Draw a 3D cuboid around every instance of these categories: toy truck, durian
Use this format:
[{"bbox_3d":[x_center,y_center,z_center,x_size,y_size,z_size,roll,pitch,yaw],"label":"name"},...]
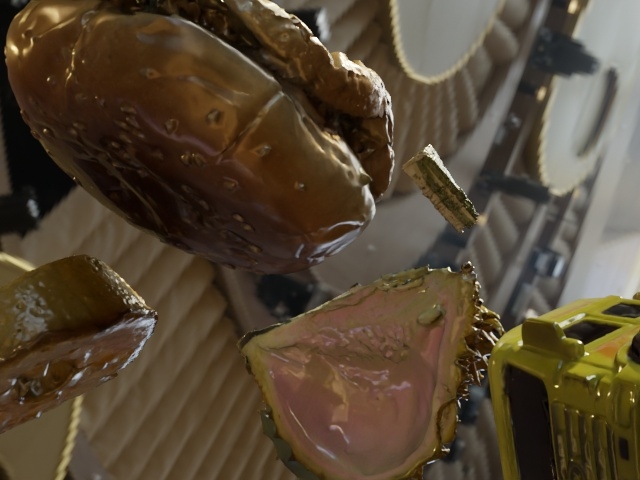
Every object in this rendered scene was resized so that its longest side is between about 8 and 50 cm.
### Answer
[{"bbox_3d":[0.300,0.088,0.882,0.405,0.254,0.181,-20,-76,-32],"label":"toy truck"},{"bbox_3d":[0.054,0.167,1.291,0.185,0.305,0.196,38,-138,-53],"label":"durian"}]

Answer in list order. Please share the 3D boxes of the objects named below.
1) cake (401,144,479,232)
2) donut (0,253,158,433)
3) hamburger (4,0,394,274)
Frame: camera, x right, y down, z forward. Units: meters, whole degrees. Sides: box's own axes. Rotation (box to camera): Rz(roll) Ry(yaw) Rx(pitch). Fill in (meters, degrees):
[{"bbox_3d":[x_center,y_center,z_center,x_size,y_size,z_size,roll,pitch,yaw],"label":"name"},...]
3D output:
[{"bbox_3d":[0.179,-0.077,1.857,0.051,0.140,0.055,-36,13,23],"label":"cake"},{"bbox_3d":[-0.196,0.072,0.850,0.162,0.065,0.178,-17,-17,-43],"label":"donut"},{"bbox_3d":[-0.081,-0.079,0.787,0.243,0.286,0.146,41,-106,-39],"label":"hamburger"}]
